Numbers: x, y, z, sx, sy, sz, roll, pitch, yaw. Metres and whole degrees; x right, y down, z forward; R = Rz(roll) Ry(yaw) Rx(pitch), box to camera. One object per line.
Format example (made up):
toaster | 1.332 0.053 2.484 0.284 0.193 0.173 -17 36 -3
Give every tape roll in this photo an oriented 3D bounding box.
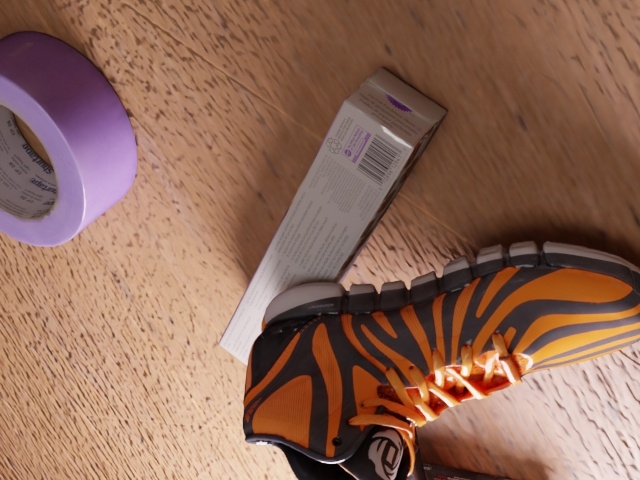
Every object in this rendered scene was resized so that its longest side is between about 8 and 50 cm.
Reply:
tape roll | -0.271 -0.094 0.935 0.189 0.080 0.189 18 129 23

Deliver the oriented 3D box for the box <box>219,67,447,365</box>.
box | 0.000 0.000 0.830 0.067 0.063 0.324 36 135 8

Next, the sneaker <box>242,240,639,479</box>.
sneaker | 0.088 0.113 0.736 0.321 0.180 0.124 -13 130 25

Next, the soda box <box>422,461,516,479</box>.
soda box | 0.131 0.254 0.936 0.169 0.053 0.060 4 124 33

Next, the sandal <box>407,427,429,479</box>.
sandal | 0.068 0.237 0.908 0.097 0.054 0.254 -8 83 26
